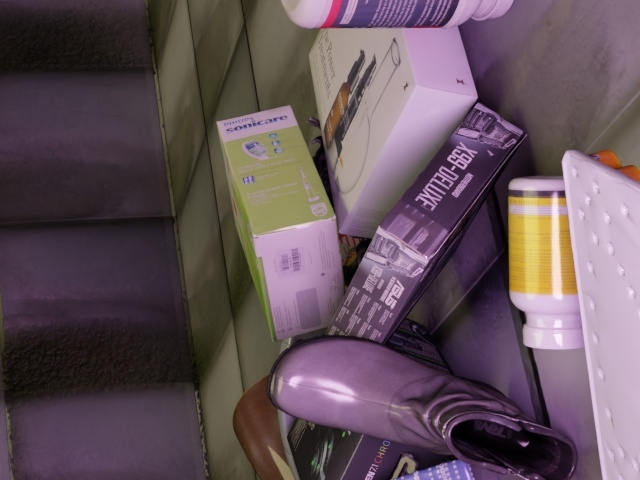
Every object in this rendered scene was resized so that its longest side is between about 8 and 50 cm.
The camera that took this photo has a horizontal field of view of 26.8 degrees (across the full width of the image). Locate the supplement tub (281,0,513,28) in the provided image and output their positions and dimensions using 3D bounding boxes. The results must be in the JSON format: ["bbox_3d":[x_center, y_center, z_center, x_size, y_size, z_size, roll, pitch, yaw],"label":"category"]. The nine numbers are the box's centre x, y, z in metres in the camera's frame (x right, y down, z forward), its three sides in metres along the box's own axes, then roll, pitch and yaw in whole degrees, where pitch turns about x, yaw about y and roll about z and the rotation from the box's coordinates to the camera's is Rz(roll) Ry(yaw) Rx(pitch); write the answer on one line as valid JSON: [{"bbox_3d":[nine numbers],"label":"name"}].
[{"bbox_3d":[0.093,-0.357,1.656,0.191,0.272,0.191,177,90,-73],"label":"supplement tub"}]

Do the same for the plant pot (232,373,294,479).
[{"bbox_3d":[-0.017,0.362,2.231,0.230,0.215,0.215,-114,27,-50],"label":"plant pot"}]

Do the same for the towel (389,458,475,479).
[{"bbox_3d":[0.088,0.433,1.730,0.040,0.336,0.243,-23,-90,-64],"label":"towel"}]

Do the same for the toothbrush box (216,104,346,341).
[{"bbox_3d":[-0.056,-0.028,1.956,0.283,0.122,0.206,-109,9,-48],"label":"toothbrush box"}]

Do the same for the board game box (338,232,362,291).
[{"bbox_3d":[0.000,0.000,2.239,0.045,0.147,0.193,107,154,-48],"label":"board game box"}]

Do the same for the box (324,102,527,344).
[{"bbox_3d":[0.124,0.002,1.699,0.242,0.076,0.307,-50,-9,-34],"label":"box"}]

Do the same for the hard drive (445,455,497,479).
[{"bbox_3d":[0.160,0.401,1.918,0.339,0.064,0.237,-173,81,-72],"label":"hard drive"}]

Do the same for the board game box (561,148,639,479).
[{"bbox_3d":[0.338,0.142,1.164,0.390,0.050,0.390,-135,30,-65],"label":"board game box"}]

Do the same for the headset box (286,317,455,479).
[{"bbox_3d":[0.077,0.258,1.874,0.246,0.131,0.283,-65,17,13],"label":"headset box"}]

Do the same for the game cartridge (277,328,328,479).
[{"bbox_3d":[0.031,0.236,2.090,0.060,0.196,0.294,-160,69,-71],"label":"game cartridge"}]

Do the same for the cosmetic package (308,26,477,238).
[{"bbox_3d":[0.089,-0.233,1.874,0.284,0.097,0.377,119,152,-42],"label":"cosmetic package"}]

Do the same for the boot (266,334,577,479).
[{"bbox_3d":[0.119,0.198,1.580,0.223,0.338,0.118,-156,76,-75],"label":"boot"}]

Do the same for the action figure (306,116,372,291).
[{"bbox_3d":[0.056,-0.061,2.066,0.164,0.141,0.276,172,85,-76],"label":"action figure"}]

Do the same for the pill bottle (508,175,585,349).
[{"bbox_3d":[0.257,0.022,1.465,0.103,0.103,0.184,-167,75,-73],"label":"pill bottle"}]
